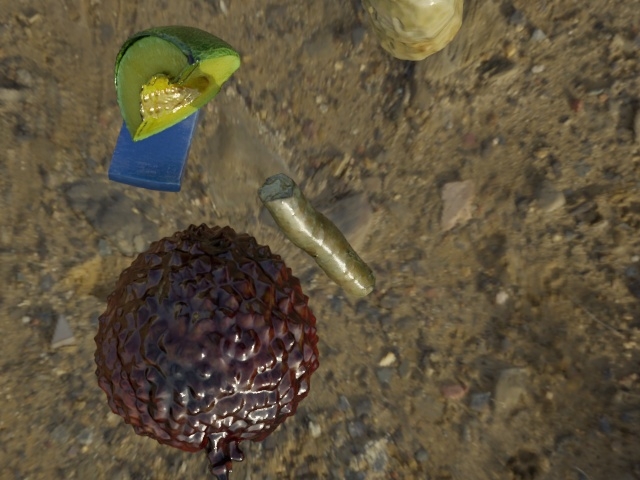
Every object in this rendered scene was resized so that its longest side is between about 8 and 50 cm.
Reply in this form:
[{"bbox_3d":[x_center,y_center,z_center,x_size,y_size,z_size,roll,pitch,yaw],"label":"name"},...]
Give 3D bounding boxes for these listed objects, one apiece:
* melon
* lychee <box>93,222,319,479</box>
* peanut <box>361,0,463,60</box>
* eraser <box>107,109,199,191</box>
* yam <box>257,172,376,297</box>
[{"bbox_3d":[-0.248,-0.303,1.444,0.169,0.265,0.129,-30,85,-42],"label":"melon"},{"bbox_3d":[-0.210,0.214,1.563,0.425,0.424,0.499,0,69,-5],"label":"lychee"},{"bbox_3d":[0.115,-0.297,1.014,0.130,0.290,0.130,1,94,9],"label":"peanut"},{"bbox_3d":[-0.319,-0.240,1.663,0.144,0.042,0.311,10,60,-5],"label":"eraser"},{"bbox_3d":[0.000,0.000,1.334,0.067,0.317,0.071,-28,48,13],"label":"yam"}]
